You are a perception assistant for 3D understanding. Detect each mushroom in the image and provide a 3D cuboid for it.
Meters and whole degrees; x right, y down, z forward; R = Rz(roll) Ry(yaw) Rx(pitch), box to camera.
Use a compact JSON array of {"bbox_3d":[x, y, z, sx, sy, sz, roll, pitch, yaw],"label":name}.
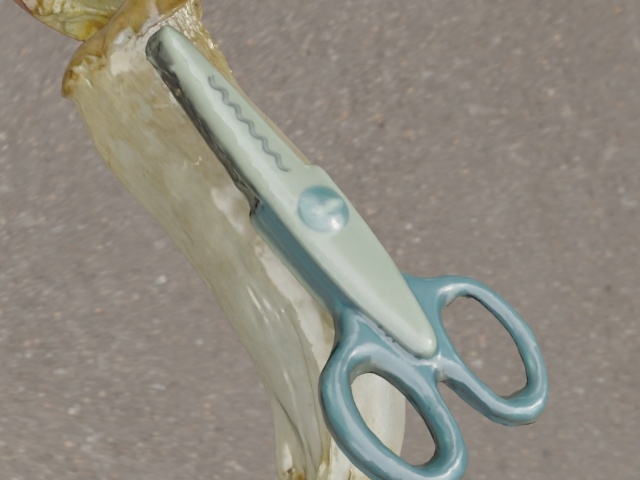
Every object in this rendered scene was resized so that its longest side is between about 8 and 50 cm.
[{"bbox_3d":[-0.043,0.003,1.004,0.122,0.095,0.351,-28,86,3],"label":"mushroom"}]

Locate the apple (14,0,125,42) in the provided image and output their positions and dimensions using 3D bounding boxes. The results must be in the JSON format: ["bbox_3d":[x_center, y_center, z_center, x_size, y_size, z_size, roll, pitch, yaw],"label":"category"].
[{"bbox_3d":[-0.172,-0.240,1.272,0.158,0.156,0.147,18,36,11],"label":"apple"}]

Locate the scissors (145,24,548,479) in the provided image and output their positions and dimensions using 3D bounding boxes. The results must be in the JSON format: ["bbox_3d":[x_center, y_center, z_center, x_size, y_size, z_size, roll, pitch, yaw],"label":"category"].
[{"bbox_3d":[0.000,0.000,0.847,0.138,0.041,0.289,-34,80,-33],"label":"scissors"}]
